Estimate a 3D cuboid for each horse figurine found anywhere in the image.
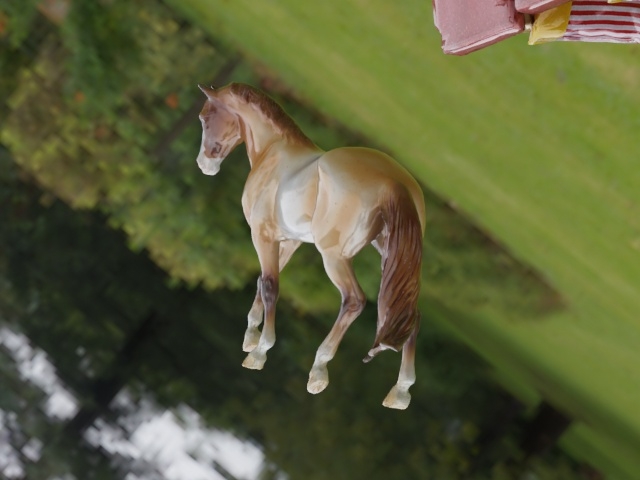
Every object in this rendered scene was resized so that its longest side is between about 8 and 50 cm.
[{"bbox_3d":[0.000,0.000,1.048,0.066,0.174,0.263,4,-174,-30],"label":"horse figurine"}]

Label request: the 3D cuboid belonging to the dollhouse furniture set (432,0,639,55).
[{"bbox_3d":[0.161,-0.284,0.924,0.201,0.374,0.152,-2,171,-26],"label":"dollhouse furniture set"}]
